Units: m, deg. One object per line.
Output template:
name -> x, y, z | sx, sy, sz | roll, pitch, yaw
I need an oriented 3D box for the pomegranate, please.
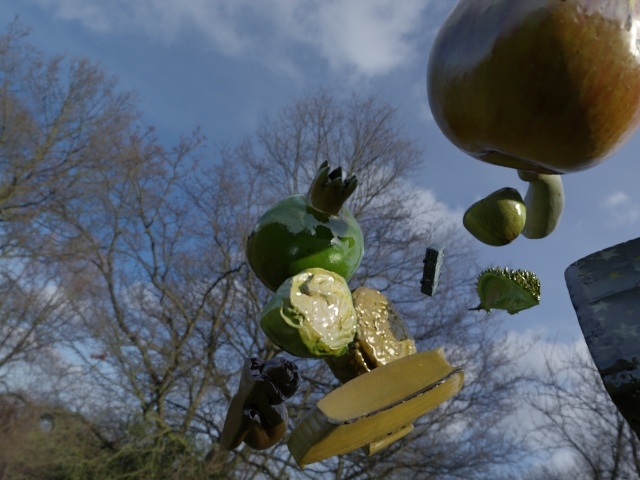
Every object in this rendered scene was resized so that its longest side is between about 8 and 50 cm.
pomegranate -> 0.000, 0.000, 1.090 | 0.216, 0.309, 0.359 | 44, -61, 25

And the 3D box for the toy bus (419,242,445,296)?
toy bus -> 0.345, 0.090, 1.385 | 0.047, 0.065, 0.166 | 22, -53, 33

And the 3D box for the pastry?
pastry -> 0.108, 0.215, 0.934 | 0.240, 0.235, 0.132 | 5, -42, -49

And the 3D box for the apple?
apple -> 0.391, -0.288, 0.827 | 0.400, 0.334, 0.400 | 24, -10, 5

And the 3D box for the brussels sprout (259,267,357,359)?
brussels sprout -> -0.024, 0.124, 0.742 | 0.122, 0.149, 0.152 | -22, -74, 40

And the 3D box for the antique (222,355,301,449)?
antique -> -0.128, 0.382, 1.063 | 0.143, 0.257, 0.121 | 13, 14, -23

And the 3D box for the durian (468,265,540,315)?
durian -> 0.383, 0.106, 0.953 | 0.086, 0.100, 0.215 | 13, -15, -13

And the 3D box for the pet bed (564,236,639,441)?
pet bed -> 0.340, 0.092, 0.389 | 0.159, 0.211, 0.183 | -32, -81, 29

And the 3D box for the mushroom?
mushroom -> 0.555, -0.115, 1.137 | 0.103, 0.118, 0.270 | 54, -5, 47

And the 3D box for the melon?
melon -> 0.436, -0.053, 1.118 | 0.160, 0.128, 0.079 | -42, -26, 25

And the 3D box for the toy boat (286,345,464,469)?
toy boat -> 0.093, 0.258, 0.694 | 0.089, 0.321, 0.121 | 43, -46, 41
